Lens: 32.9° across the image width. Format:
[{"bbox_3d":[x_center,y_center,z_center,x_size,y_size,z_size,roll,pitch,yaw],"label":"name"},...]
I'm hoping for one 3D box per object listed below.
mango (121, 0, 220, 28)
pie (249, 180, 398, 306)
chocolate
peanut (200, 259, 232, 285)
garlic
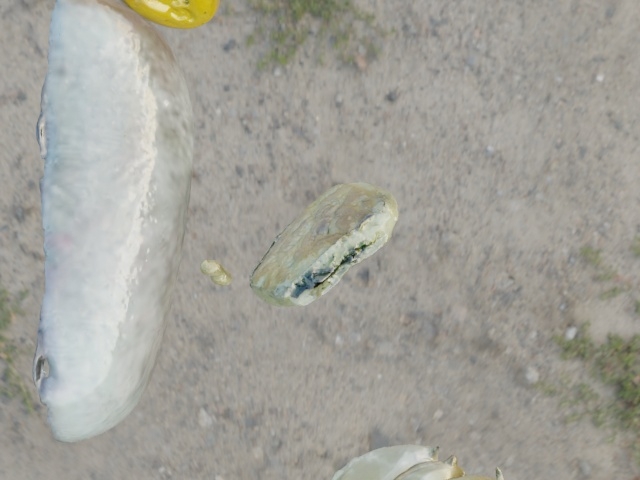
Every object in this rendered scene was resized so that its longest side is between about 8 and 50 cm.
[{"bbox_3d":[-0.196,-0.318,1.347,0.101,0.187,0.066,-41,57,29],"label":"mango"},{"bbox_3d":[-0.002,-0.003,1.401,0.218,0.185,0.052,-40,119,-5],"label":"pie"},{"bbox_3d":[-0.143,-0.015,0.754,0.100,0.185,0.303,4,91,-10],"label":"chocolate"},{"bbox_3d":[-0.194,0.059,2.022,0.037,0.083,0.037,-22,48,26],"label":"peanut"},{"bbox_3d":[0.137,0.337,1.211,0.203,0.281,0.185,-45,109,-20],"label":"garlic"}]
